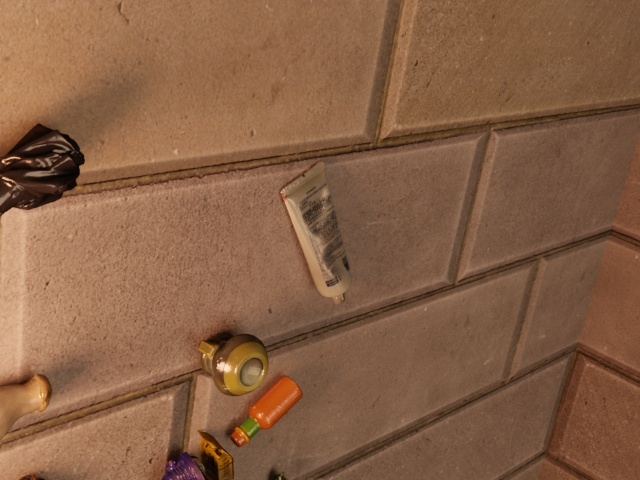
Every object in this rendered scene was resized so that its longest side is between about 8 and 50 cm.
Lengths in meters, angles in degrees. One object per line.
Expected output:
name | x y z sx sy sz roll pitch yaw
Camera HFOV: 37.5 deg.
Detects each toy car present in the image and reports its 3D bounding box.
toy car | -0.282 0.570 1.952 0.158 0.172 0.235 -18 122 -25

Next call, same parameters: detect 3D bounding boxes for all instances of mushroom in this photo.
mushroom | -0.537 0.289 1.540 0.212 0.088 0.097 -29 141 -44

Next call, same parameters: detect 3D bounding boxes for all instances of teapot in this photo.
teapot | -0.184 0.238 1.893 0.165 0.119 0.130 36 78 -44

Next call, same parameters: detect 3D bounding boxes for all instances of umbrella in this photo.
umbrella | -0.495 -0.052 1.370 0.340 0.118 0.118 -38 136 -28

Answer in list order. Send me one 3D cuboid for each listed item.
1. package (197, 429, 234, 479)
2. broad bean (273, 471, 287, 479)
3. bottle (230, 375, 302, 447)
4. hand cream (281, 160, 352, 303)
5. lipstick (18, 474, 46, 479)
package | -0.225 0.463 2.020 0.047 0.071 0.131 -24 127 -32
broad bean | -0.074 0.657 2.335 0.060 0.043 0.298 -31 134 -21
bottle | -0.125 0.384 2.093 0.187 0.069 0.069 -40 137 -24
hand cream | 0.000 0.000 2.019 0.124 0.077 0.341 -37 128 -28
lipstick | -0.472 0.579 1.800 0.077 0.077 0.418 -42 136 -25
